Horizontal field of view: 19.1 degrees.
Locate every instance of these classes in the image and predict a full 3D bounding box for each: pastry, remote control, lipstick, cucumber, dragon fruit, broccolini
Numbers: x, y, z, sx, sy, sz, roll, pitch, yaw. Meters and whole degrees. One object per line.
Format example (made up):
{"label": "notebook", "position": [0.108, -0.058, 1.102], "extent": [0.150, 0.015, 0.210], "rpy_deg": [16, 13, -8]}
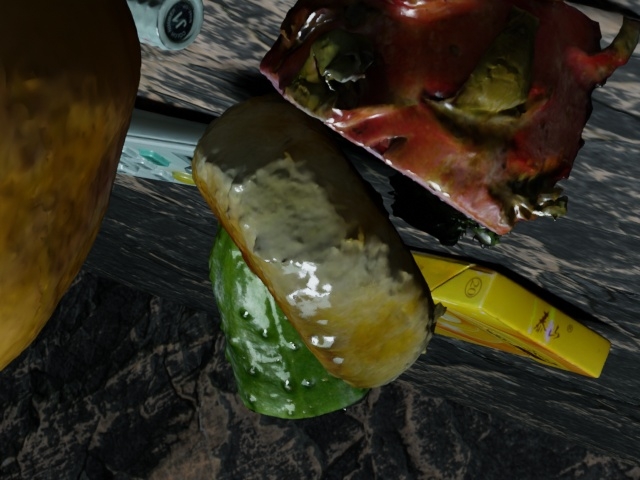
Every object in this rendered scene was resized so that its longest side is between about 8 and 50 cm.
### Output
{"label": "pastry", "position": [0.000, 0.000, 1.173], "extent": [0.192, 0.093, 0.182], "rpy_deg": [58, 178, -40]}
{"label": "remote control", "position": [-0.146, -0.078, 1.421], "extent": [0.293, 0.051, 0.103], "rpy_deg": [13, 170, 31]}
{"label": "lipstick", "position": [-0.115, -0.132, 1.021], "extent": [0.116, 0.037, 0.037], "rpy_deg": [23, 174, 37]}
{"label": "cucumber", "position": [-0.033, 0.033, 1.542], "extent": [0.134, 0.134, 0.244], "rpy_deg": [18, 148, 26]}
{"label": "dragon fruit", "position": [0.038, -0.077, 0.749], "extent": [0.147, 0.102, 0.096], "rpy_deg": [24, 172, 25]}
{"label": "broccolini", "position": [0.059, -0.054, 1.122], "extent": [0.058, 0.071, 0.254], "rpy_deg": [64, -175, 26]}

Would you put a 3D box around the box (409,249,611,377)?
{"label": "box", "position": [0.104, 0.049, 1.616], "extent": [0.152, 0.043, 0.269], "rpy_deg": [29, 170, -36]}

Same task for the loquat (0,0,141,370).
{"label": "loquat", "position": [-0.242, -0.067, 0.813], "extent": [0.328, 0.328, 0.328], "rpy_deg": [22, 172, 3]}
